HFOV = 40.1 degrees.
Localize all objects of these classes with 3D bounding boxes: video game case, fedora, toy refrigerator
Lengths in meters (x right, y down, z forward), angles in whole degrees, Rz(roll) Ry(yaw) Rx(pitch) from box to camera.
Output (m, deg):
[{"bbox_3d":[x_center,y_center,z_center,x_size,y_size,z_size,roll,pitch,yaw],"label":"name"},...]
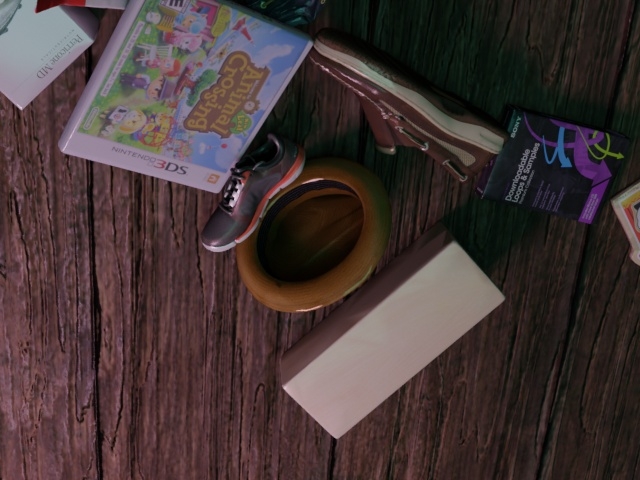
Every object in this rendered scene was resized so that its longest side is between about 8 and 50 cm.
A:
[{"bbox_3d":[-0.137,-0.153,0.902,0.193,0.023,0.212,14,124,-38],"label":"video game case"},{"bbox_3d":[0.000,0.000,1.000,0.194,0.194,0.079,-40,150,8],"label":"fedora"},{"bbox_3d":[0.083,0.107,1.076,0.269,0.094,0.102,-42,107,8],"label":"toy refrigerator"}]

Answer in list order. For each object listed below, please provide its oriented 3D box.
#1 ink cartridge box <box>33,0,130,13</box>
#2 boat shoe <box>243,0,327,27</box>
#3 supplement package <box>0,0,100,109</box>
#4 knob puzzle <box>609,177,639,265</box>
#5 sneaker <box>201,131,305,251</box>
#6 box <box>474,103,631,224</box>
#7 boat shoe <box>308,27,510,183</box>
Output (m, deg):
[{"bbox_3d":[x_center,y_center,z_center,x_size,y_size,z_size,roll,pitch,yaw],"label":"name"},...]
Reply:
[{"bbox_3d":[-0.184,-0.297,0.779,0.056,0.225,0.181,12,111,-5],"label":"ink cartridge box"},{"bbox_3d":[0.000,-0.288,0.910,0.183,0.065,0.083,-28,121,7],"label":"boat shoe"},{"bbox_3d":[-0.315,-0.235,0.848,0.105,0.105,0.179,-41,114,8],"label":"supplement package"},{"bbox_3d":[0.487,-0.024,1.125,0.213,0.030,0.213,-4,113,-9],"label":"knob puzzle"},{"bbox_3d":[-0.088,-0.060,0.980,0.158,0.061,0.065,-50,140,0],"label":"sneaker"},{"bbox_3d":[0.281,-0.090,1.060,0.162,0.029,0.116,11,110,-13],"label":"box"},{"bbox_3d":[0.088,-0.137,0.972,0.257,0.095,0.095,26,112,-20],"label":"boat shoe"}]
